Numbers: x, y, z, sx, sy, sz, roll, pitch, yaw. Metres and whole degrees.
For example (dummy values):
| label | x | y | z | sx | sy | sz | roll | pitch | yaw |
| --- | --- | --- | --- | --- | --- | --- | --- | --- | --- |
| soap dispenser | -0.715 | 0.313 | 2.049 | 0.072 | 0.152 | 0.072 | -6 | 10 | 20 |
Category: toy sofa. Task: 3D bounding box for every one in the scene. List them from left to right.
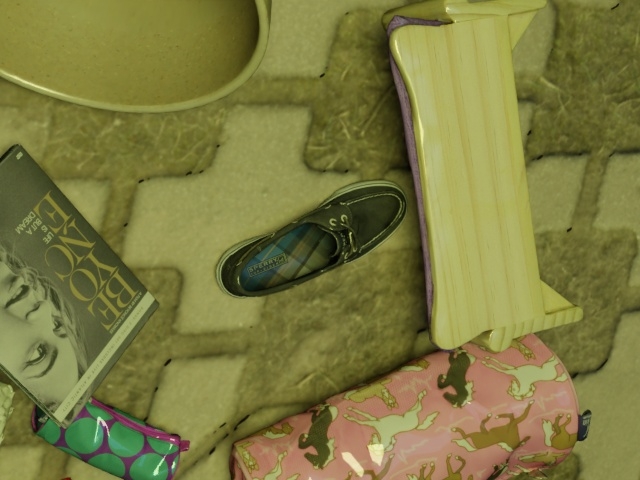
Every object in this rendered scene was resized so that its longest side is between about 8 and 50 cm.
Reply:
| label | x | y | z | sx | sy | sz | roll | pitch | yaw |
| --- | --- | --- | --- | --- | --- | --- | --- | --- | --- |
| toy sofa | 0.146 | -0.072 | 1.099 | 0.177 | 0.150 | 0.363 | -13 | 100 | -18 |

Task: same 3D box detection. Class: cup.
| label | x | y | z | sx | sy | sz | roll | pitch | yaw |
| --- | --- | --- | --- | --- | --- | --- | --- | --- | --- |
| cup | -0.187 | -0.301 | 0.900 | 0.331 | 0.331 | 0.237 | 20 | 63 | -20 |

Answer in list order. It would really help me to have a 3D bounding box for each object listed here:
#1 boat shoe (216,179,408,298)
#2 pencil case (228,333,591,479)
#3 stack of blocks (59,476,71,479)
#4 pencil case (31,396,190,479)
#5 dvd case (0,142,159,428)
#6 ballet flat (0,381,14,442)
| label | x | y | z | sx | sy | sz | roll | pitch | yaw |
| --- | --- | --- | --- | --- | --- | --- | --- | --- | --- |
| boat shoe | 0.000 | 0.000 | 1.097 | 0.228 | 0.076 | 0.080 | -21 | 102 | -16 |
| pencil case | 0.090 | 0.227 | 1.114 | 0.386 | 0.160 | 0.167 | -19 | 59 | -16 |
| stack of blocks | -0.237 | 0.405 | 1.011 | 0.087 | 0.171 | 0.297 | -17 | 102 | -16 |
| pencil case | -0.214 | 0.195 | 1.051 | 0.151 | 0.064 | 0.070 | 32 | 110 | -20 |
| dvd case | -0.265 | 0.044 | 0.985 | 0.221 | 0.018 | 0.165 | 54 | 51 | -27 |
| ballet flat | -0.383 | 0.300 | 0.967 | 0.147 | 0.147 | 0.409 | 20 | 98 | -20 |
